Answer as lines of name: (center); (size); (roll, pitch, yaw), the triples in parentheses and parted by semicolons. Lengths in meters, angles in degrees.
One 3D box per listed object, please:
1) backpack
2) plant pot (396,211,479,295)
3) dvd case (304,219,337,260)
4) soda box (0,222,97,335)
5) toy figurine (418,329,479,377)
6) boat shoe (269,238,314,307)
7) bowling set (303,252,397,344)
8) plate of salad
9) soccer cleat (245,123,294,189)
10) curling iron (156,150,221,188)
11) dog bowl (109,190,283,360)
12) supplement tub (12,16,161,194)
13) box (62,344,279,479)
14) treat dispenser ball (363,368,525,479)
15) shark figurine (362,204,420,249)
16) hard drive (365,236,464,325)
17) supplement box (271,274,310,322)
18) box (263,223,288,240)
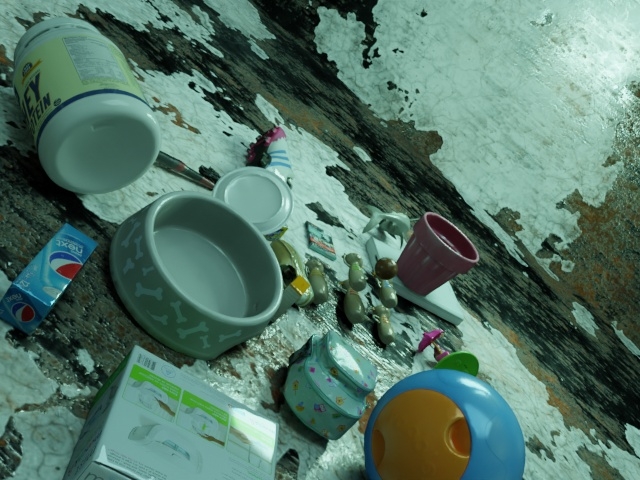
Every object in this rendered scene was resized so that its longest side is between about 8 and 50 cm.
backpack: (0.019, 0.275, 1.403); (0.166, 0.144, 0.188); (43, 26, -9)
plant pot: (0.312, 0.049, 2.082); (0.201, 0.180, 0.201); (32, 26, -18)
dvd case: (0.000, 0.000, 2.009); (0.087, 0.013, 0.119); (29, 27, -26)
soda box: (-0.434, 0.057, 1.184); (0.067, 0.071, 0.210); (35, 24, -13)
toy figurine: (0.315, 0.298, 1.867); (0.173, 0.130, 0.159); (52, 4, -34)
boat shoe: (-0.075, 0.064, 1.698); (0.072, 0.068, 0.190); (37, 17, -55)
bowling set: (0.120, 0.101, 1.798); (0.287, 0.200, 0.154); (35, 23, -23)
plate of salad: (-0.165, -0.092, 1.796); (0.200, 0.048, 0.199); (5, 60, -9)
soccer cleat: (-0.134, -0.209, 2.080); (0.143, 0.116, 0.331); (49, 22, -22)
curling iron: (-0.351, -0.187, 1.781); (0.274, 0.035, 0.068); (22, 26, -38)
dog bowl: (-0.220, 0.053, 1.405); (0.349, 0.102, 0.348); (30, 35, -25)
supplement tub: (-0.480, -0.277, 1.494); (0.235, 0.235, 0.324); (13, 36, -47)
box: (-0.199, 0.310, 1.029); (0.262, 0.126, 0.231); (33, 25, -18)
treat dispenser ball: (0.221, 0.379, 1.338); (0.288, 0.288, 0.288); (33, 25, -17)
shark figurine: (0.226, -0.032, 2.232); (0.166, 0.116, 0.278); (3, -6, 18)
hard drive: (0.278, 0.120, 2.186); (0.308, 0.040, 0.203); (28, 27, -26)
supplement box: (-0.073, 0.124, 1.577); (0.036, 0.098, 0.062); (45, 22, 0)
box: (-0.151, -0.076, 1.865); (0.059, 0.054, 0.169); (10, 37, -50)
